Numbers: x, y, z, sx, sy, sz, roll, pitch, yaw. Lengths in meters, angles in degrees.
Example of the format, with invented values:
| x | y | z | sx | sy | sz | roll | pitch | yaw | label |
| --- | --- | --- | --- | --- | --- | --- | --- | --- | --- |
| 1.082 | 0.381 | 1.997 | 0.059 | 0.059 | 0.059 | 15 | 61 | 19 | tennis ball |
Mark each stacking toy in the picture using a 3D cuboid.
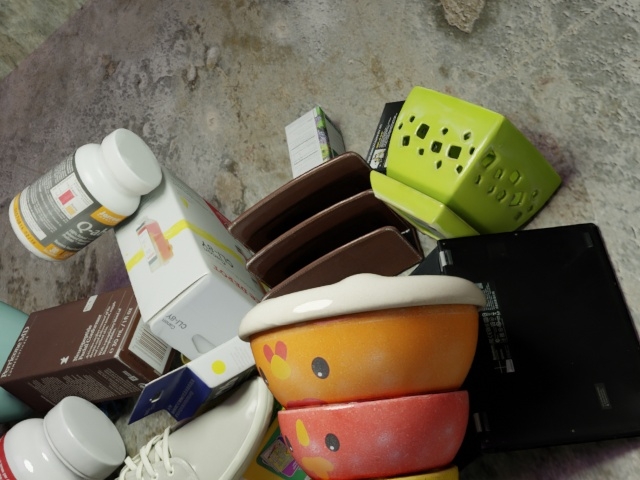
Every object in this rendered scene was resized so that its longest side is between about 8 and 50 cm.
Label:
| x | y | z | sx | sy | sz | roll | pitch | yaw | label |
| --- | --- | --- | --- | --- | --- | --- | --- | --- | --- |
| 0.085 | 0.299 | 1.207 | 0.350 | 0.350 | 0.480 | -15 | 76 | 32 | stacking toy |

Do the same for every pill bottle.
| x | y | z | sx | sy | sz | roll | pitch | yaw | label |
| --- | --- | --- | --- | --- | --- | --- | --- | --- | --- |
| -0.592 | 0.506 | 1.763 | 0.408 | 0.229 | 0.229 | -42 | 41 | 7 | pill bottle |
| -0.455 | -0.089 | 1.728 | 0.278 | 0.162 | 0.162 | -32 | 44 | 19 | pill bottle |

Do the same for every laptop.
| x | y | z | sx | sy | sz | roll | pitch | yaw | label |
| --- | --- | --- | --- | --- | --- | --- | --- | --- | --- |
| 0.272 | 0.207 | 1.415 | 0.408 | 0.236 | 0.382 | -7 | 50 | 2 | laptop |

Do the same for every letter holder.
| x | y | z | sx | sy | sz | roll | pitch | yaw | label |
| --- | --- | --- | --- | --- | --- | --- | --- | --- | --- |
| 0.000 | 0.000 | 1.654 | 0.302 | 0.214 | 0.152 | -30 | 44 | 19 | letter holder |

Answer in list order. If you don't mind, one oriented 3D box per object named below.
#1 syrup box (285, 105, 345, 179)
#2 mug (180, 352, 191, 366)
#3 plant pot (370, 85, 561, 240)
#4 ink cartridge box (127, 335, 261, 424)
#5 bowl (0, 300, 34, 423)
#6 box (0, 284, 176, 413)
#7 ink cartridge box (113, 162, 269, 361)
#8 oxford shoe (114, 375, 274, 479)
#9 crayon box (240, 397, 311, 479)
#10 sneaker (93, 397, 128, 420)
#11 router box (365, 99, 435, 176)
| x | y | z | sx | sy | sz | roll | pitch | yaw | label |
| --- | --- | --- | --- | --- | --- | --- | --- | --- | --- |
| -0.001 | -0.161 | 1.870 | 0.096 | 0.093 | 0.237 | -30 | 44 | 19 | syrup box |
| -0.270 | 0.224 | 1.834 | 0.078 | 0.062 | 0.064 | -39 | 34 | 0 | mug |
| 0.236 | -0.105 | 1.535 | 0.228 | 0.227 | 0.207 | 33 | 89 | 48 | plant pot |
| -0.162 | 0.230 | 1.495 | 0.307 | 0.303 | 0.072 | -29 | 79 | -26 | ink cartridge box |
| -0.714 | 0.290 | 2.027 | 0.311 | 0.163 | 0.311 | -170 | 90 | -82 | bowl |
| -0.475 | 0.225 | 1.839 | 0.381 | 0.143 | 0.191 | -17 | 42 | 34 | box |
| -0.244 | 0.064 | 1.768 | 0.160 | 0.279 | 0.384 | -40 | 42 | 8 | ink cartridge box |
| -0.242 | 0.374 | 1.415 | 0.449 | 0.130 | 0.169 | -45 | 20 | 17 | oxford shoe |
| -0.036 | 0.334 | 1.444 | 0.278 | 0.165 | 0.081 | -56 | 23 | -3 | crayon box |
| -0.460 | 0.311 | 1.924 | 0.081 | 0.080 | 0.211 | -18 | 39 | 38 | sneaker |
| 0.170 | -0.204 | 1.793 | 0.133 | 0.046 | 0.179 | 0 | 59 | 41 | router box |
